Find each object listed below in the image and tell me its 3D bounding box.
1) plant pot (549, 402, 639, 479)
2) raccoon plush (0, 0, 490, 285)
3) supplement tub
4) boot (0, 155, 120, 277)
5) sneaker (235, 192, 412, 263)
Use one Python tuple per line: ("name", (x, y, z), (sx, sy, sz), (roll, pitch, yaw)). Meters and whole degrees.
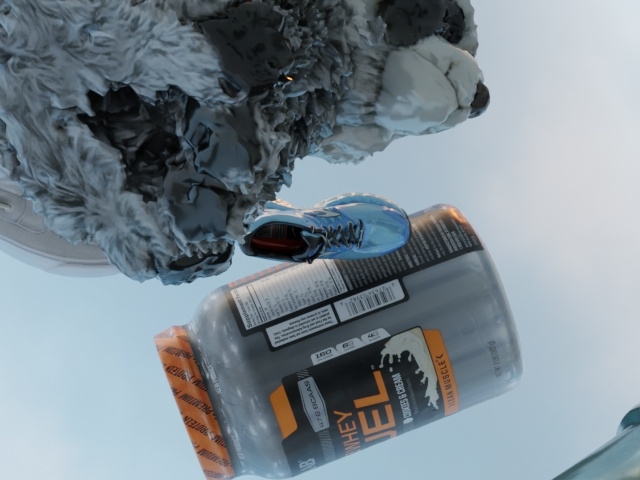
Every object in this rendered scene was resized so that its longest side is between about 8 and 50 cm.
("plant pot", (0.135, 0.322, 1.017), (0.334, 0.341, 0.341), (-26, -107, -11))
("raccoon plush", (-0.101, -0.182, 1.076), (0.446, 0.216, 0.299), (39, -138, 4))
("supplement tub", (0.015, 0.103, 1.602), (0.316, 0.193, 0.193), (-21, -113, -4))
("boot", (-0.250, -0.052, 1.448), (0.258, 0.123, 0.095), (18, -125, -21))
("sneaker", (0.000, 0.000, 1.480), (0.162, 0.063, 0.073), (-2, -157, -5))
